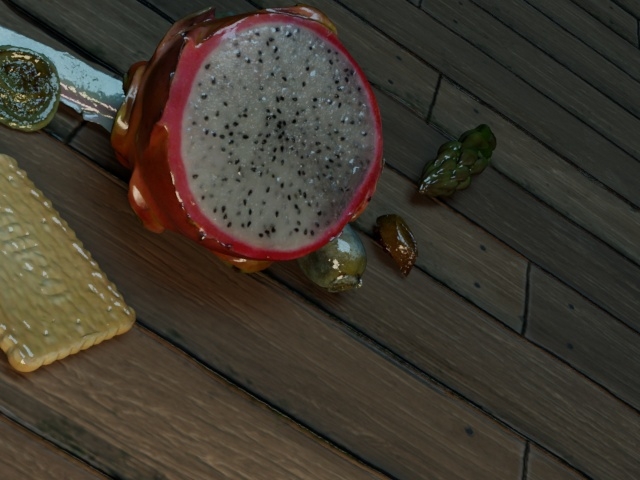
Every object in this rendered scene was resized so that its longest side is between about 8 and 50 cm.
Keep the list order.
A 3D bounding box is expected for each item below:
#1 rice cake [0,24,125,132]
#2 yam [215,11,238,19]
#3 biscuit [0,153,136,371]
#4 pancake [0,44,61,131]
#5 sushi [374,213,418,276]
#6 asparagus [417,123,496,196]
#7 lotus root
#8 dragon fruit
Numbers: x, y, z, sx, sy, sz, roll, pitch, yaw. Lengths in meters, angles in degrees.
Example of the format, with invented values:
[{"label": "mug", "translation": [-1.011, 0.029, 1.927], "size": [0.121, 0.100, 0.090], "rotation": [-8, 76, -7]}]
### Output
[{"label": "rice cake", "translation": [-0.328, -0.193, 1.308], "size": [0.290, 0.051, 0.081], "rotation": [22, 72, -22]}, {"label": "yam", "translation": [-0.068, -0.194, 1.492], "size": [0.259, 0.106, 0.106], "rotation": [46, 35, 11]}, {"label": "biscuit", "translation": [-0.309, 0.016, 1.098], "size": [0.249, 0.030, 0.160], "rotation": [49, 35, 14]}, {"label": "pancake", "translation": [-0.349, -0.176, 1.255], "size": [0.108, 0.017, 0.108], "rotation": [8, 74, -27]}, {"label": "sushi", "translation": [0.099, -0.001, 1.478], "size": [0.050, 0.047, 0.099], "rotation": [32, 31, -43]}, {"label": "asparagus", "translation": [0.219, -0.121, 1.697], "size": [0.080, 0.080, 0.287], "rotation": [45, 36, 9]}, {"label": "lotus root", "translation": [0.002, -0.002, 1.364], "size": [0.088, 0.088, 0.165], "rotation": [1, 40, -42]}, {"label": "dragon fruit", "translation": [-0.102, -0.120, 1.261], "size": [0.306, 0.226, 0.305], "rotation": [-1, 92, -33]}]
